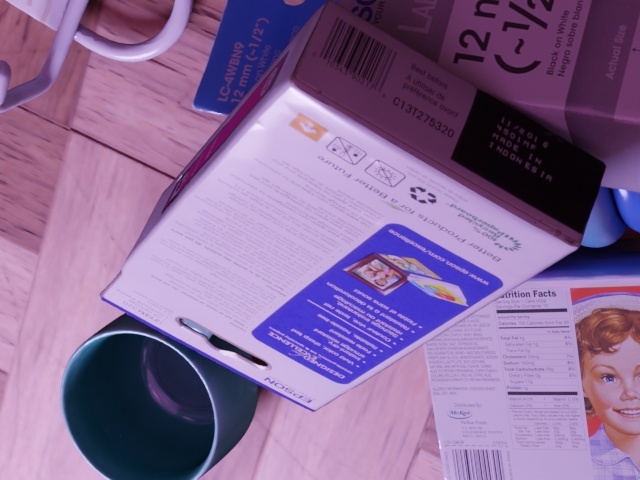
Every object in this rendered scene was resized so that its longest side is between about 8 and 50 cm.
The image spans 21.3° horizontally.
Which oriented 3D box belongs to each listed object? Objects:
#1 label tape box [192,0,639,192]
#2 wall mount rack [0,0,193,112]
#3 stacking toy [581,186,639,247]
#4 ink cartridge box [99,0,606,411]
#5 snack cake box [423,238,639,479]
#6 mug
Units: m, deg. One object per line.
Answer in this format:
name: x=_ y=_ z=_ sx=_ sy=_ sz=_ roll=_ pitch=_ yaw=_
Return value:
label tape box: x=0.100 y=-0.177 z=0.982 sx=0.347 sy=0.115 sz=0.249 roll=12 pitch=74 yaw=19
wall mount rack: x=-0.238 y=-0.268 z=1.161 sx=0.350 sy=0.130 sz=0.304 roll=32 pitch=117 yaw=11
stacking toy: x=0.239 y=-0.062 z=1.023 sx=0.330 sy=0.141 sz=0.141 roll=-5 pitch=105 yaw=21
ink cartridge box: x=0.000 y=0.000 z=1.022 sx=0.175 sy=0.069 sz=0.371 roll=29 pitch=150 yaw=-11
snack cake box: x=0.205 y=0.079 z=1.102 sx=0.264 sy=0.089 sz=0.152 roll=-2 pitch=104 yaw=25
mug: x=-0.100 y=0.105 z=1.243 sx=0.157 sy=0.097 sz=0.129 roll=-19 pitch=98 yaw=28
